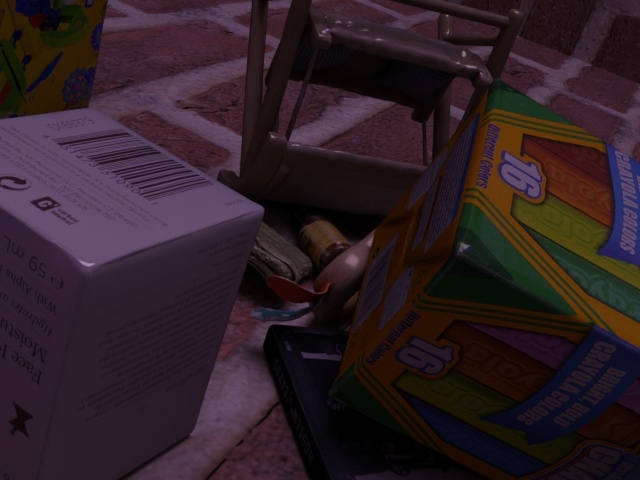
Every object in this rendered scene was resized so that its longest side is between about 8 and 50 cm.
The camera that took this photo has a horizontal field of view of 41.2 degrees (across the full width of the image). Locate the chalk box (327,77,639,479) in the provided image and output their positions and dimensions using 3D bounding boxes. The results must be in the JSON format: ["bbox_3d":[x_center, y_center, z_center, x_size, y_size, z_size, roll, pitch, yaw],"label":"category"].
[{"bbox_3d":[0.184,0.063,0.588,0.288,0.179,0.180,27,45,-8],"label":"chalk box"}]

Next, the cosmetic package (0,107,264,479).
[{"bbox_3d":[-0.155,0.039,0.513,0.151,0.184,0.151,30,26,22],"label":"cosmetic package"}]

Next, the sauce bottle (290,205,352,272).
[{"bbox_3d":[0.000,0.000,0.862,0.042,0.042,0.128,8,18,-22],"label":"sauce bottle"}]

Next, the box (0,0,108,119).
[{"bbox_3d":[-0.367,-0.270,0.859,0.177,0.290,0.279,27,26,19],"label":"box"}]

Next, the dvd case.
[{"bbox_3d":[0.088,0.136,0.668,0.238,0.030,0.179,8,27,-23],"label":"dvd case"}]

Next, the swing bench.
[{"bbox_3d":[0.048,-0.145,0.917,0.253,0.255,0.165,6,10,-24],"label":"swing bench"}]

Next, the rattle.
[{"bbox_3d":[0.050,0.063,0.713,0.143,0.130,0.199,61,26,3],"label":"rattle"}]

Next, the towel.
[{"bbox_3d":[-0.074,-0.009,0.789,0.148,0.027,0.110,36,8,4],"label":"towel"}]
